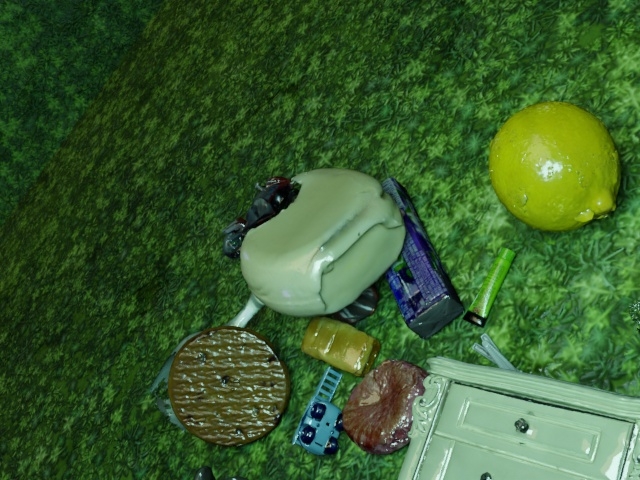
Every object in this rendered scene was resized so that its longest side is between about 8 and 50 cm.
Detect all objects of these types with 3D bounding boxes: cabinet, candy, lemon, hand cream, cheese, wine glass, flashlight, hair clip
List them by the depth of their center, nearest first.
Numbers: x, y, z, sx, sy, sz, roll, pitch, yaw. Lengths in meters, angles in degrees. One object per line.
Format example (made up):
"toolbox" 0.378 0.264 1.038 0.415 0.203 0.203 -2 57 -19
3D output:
"cabinet" 0.224 0.322 0.803 0.290 0.227 0.318 5 65 47
"hair clip" 0.245 0.165 1.058 0.030 0.039 0.115 -45 36 2
"lemon" 0.324 -0.099 1.072 0.173 0.173 0.206 -44 48 12
"hand cream" 0.249 0.068 1.138 0.036 0.023 0.122 23 80 40
"cheese" 0.000 0.000 1.231 0.266 0.127 0.233 -41 36 -14
"candy" 0.138 0.021 1.260 0.088 0.061 0.312 -38 40 17
"flashlight" 0.028 0.043 1.347 0.093 0.093 0.232 -43 34 13
"wine glass" -0.173 0.189 1.398 0.321 0.143 0.143 -53 38 2

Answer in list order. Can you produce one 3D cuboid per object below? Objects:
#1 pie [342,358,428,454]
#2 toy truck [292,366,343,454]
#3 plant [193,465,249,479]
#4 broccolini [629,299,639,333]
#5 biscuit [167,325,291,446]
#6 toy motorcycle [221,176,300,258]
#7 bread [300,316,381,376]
"pie" 0.095 0.243 1.151 0.153 0.038 0.154 -27 43 28
"toy truck" 0.007 0.265 1.214 0.136 0.063 0.074 -62 19 -16
"plant" -0.148 0.470 1.103 0.188 0.199 0.276 -7 63 39
"broccolini" 0.404 0.132 0.929 0.035 0.030 0.140 -38 44 32
"biscuit" -0.155 0.246 1.310 0.212 0.212 0.036 -48 -6 7
"toy motorcycle" -0.122 -0.054 1.570 0.213 0.082 0.122 -34 43 22
"bread" 0.032 0.169 1.255 0.132 0.053 0.074 19 77 40
